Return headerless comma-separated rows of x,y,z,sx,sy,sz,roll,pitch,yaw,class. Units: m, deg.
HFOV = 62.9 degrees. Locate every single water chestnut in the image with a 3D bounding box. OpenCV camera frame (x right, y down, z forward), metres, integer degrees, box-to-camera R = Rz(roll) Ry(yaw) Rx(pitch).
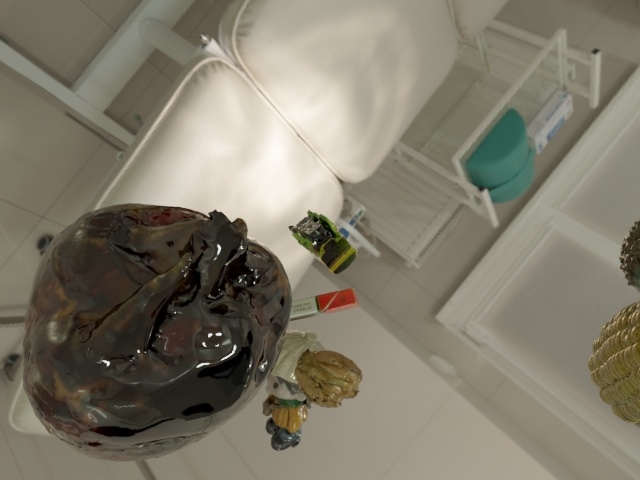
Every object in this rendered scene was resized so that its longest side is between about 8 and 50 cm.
-0.157,0.086,0.543,0.289,0.244,0.289,0,90,-43,water chestnut

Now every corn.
0.336,0.118,0.503,0.130,0.130,0.347,-51,152,1,corn

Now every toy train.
0.000,0.000,1.445,0.100,0.296,0.160,-42,103,-3,toy train

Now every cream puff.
0.013,0.269,1.012,0.133,0.119,0.104,12,101,-9,cream puff

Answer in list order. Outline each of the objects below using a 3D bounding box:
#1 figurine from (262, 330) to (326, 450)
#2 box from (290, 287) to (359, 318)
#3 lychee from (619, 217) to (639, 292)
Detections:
-0.069,0.402,1.441,0.205,0.185,0.332,-15,117,-16,figurine
-0.047,0.138,1.029,0.245,0.035,0.139,-11,169,4,box
0.511,0.019,0.725,0.171,0.171,0.171,-31,142,-27,lychee
